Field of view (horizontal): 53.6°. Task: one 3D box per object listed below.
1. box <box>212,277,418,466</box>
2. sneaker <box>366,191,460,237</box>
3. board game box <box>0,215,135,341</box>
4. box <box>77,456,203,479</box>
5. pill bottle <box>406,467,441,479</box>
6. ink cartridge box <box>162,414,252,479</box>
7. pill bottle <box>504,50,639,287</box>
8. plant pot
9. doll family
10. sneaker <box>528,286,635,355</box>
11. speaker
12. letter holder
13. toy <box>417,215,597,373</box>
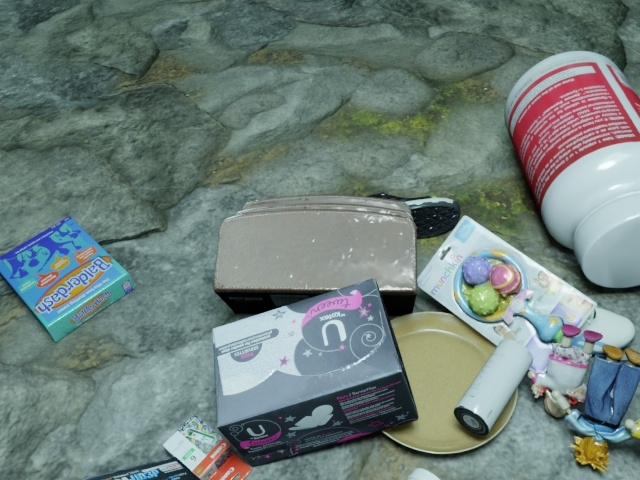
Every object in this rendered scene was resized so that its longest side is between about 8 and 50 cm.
[{"bbox_3d":[-0.011,0.181,0.880,0.247,0.142,0.163,-17,47,4],"label":"box"},{"bbox_3d":[0.136,-0.061,1.163,0.234,0.084,0.097,-5,46,0],"label":"sneaker"},{"bbox_3d":[-0.457,0.061,1.126,0.160,0.047,0.210,-38,55,-27],"label":"board game box"},{"bbox_3d":[-0.190,0.338,0.740,0.175,0.220,0.051,28,95,27],"label":"box"},{"bbox_3d":[0.093,0.360,0.771,0.087,0.087,0.160,31,56,29],"label":"pill bottle"},{"bbox_3d":[-0.158,0.302,0.886,0.115,0.029,0.063,29,55,29],"label":"ink cartridge box"},{"bbox_3d":[0.476,-0.128,1.097,0.228,0.229,0.408,-4,47,1],"label":"pill bottle"},{"bbox_3d":[0.170,0.210,0.943,0.236,0.032,0.236,-3,46,3],"label":"plant pot"},{"bbox_3d":[0.404,0.227,0.829,0.262,0.163,0.118,14,18,18],"label":"doll family"},{"bbox_3d":[0.364,0.111,0.982,0.237,0.086,0.085,14,48,16],"label":"sneaker"},{"bbox_3d":[0.243,0.201,0.884,0.055,0.055,0.136,27,54,27],"label":"speaker"},{"bbox_3d":[0.000,0.000,1.024,0.301,0.152,0.215,0,71,5],"label":"letter holder"},{"bbox_3d":[0.269,0.077,0.949,0.237,0.056,0.137,38,93,21],"label":"toy"}]
